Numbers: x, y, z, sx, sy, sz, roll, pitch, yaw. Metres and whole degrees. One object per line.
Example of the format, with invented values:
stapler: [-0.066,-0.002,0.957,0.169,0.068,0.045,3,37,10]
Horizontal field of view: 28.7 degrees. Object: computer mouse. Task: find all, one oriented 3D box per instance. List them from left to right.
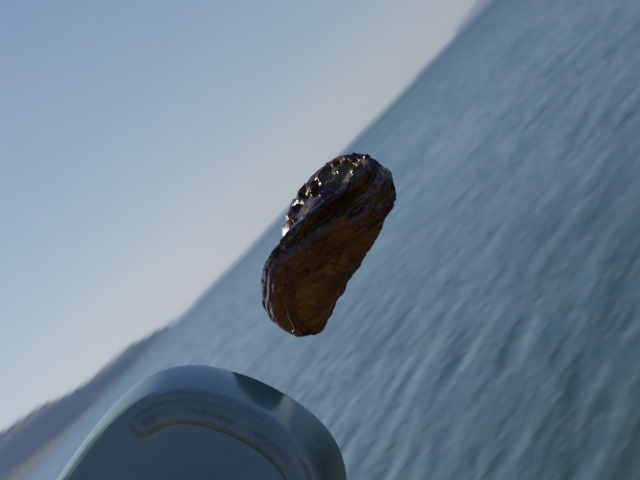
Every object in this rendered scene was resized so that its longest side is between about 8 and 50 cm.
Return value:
computer mouse: [-0.092,0.203,0.658,0.097,0.159,0.288,110,-175,-73]

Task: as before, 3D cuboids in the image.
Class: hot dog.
hot dog: [0.002,0.002,0.894,0.099,0.065,0.147,-69,4,-51]
